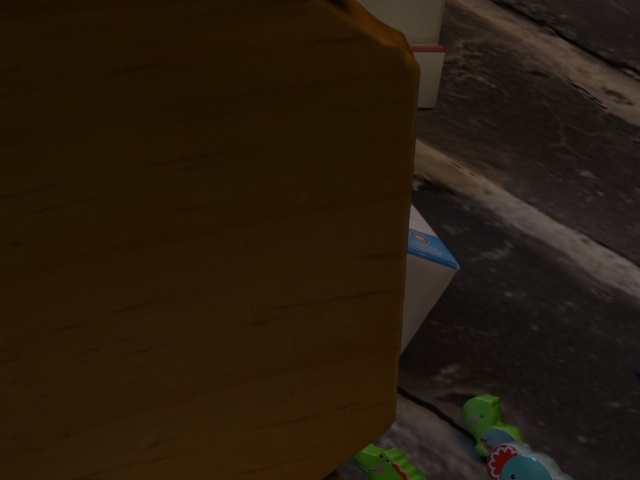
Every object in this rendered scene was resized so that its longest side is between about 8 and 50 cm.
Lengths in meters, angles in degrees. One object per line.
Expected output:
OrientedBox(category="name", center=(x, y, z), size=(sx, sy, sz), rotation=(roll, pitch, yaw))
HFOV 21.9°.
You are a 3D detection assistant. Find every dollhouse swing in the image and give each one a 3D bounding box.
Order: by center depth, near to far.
OrientedBox(category="dollhouse swing", center=(-0.149, -0.065, 0.797), size=(0.315, 0.347, 0.305), rotation=(-8, 42, -11))

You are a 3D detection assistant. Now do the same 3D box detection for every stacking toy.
OrientedBox(category="stacking toy", center=(0.142, 0.156, 0.899), size=(0.221, 0.052, 0.167), rotation=(35, 17, 19))

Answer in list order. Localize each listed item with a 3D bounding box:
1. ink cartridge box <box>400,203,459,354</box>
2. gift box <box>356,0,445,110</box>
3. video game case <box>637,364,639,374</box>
OrientedBox(category="ink cartridge box", center=(0.000, 0.000, 1.014), size=(0.092, 0.090, 0.143), rotation=(18, 23, -33))
OrientedBox(category="gift box", center=(-0.054, -0.218, 1.161), size=(0.255, 0.258, 0.276), rotation=(-1, 23, -24))
OrientedBox(category="video game case", center=(0.309, 0.110, 1.115), size=(0.166, 0.015, 0.119), rotation=(-8, 46, -34))
